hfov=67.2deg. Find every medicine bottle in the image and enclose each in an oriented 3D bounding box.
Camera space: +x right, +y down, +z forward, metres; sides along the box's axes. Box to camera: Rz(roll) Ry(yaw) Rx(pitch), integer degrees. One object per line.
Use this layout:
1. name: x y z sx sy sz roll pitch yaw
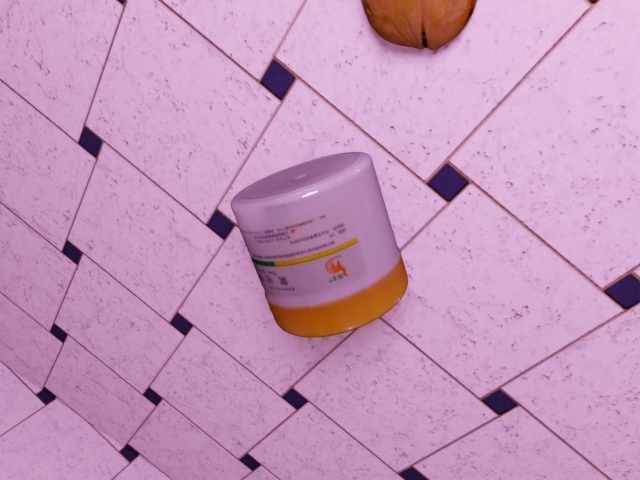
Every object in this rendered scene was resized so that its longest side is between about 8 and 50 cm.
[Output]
1. medicine bottle: 0.000 0.000 0.787 0.238 0.238 0.231 -10 111 27

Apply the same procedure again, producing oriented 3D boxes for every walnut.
1. walnut: 0.117 -0.354 0.638 0.167 0.087 0.211 -9 113 31
